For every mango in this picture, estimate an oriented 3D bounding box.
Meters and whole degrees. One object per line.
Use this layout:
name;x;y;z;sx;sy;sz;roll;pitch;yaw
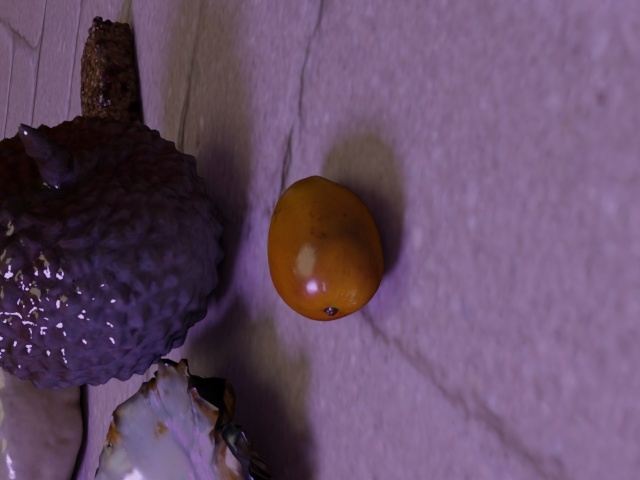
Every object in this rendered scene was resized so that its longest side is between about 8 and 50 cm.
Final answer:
mango;0.000;0.000;0.445;0.089;0.046;0.060;-108;34;-58

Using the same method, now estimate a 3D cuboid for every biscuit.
biscuit;-0.160;-0.076;0.770;0.064;0.034;0.199;-45;49;51

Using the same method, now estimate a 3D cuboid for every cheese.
cheese;-0.290;0.158;0.938;0.263;0.093;0.159;0;89;62

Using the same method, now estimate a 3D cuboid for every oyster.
oyster;-0.083;0.194;0.545;0.198;0.092;0.260;19;94;62

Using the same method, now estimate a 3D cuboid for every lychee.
lychee;-0.135;0.000;0.572;0.197;0.165;0.165;98;157;-45
